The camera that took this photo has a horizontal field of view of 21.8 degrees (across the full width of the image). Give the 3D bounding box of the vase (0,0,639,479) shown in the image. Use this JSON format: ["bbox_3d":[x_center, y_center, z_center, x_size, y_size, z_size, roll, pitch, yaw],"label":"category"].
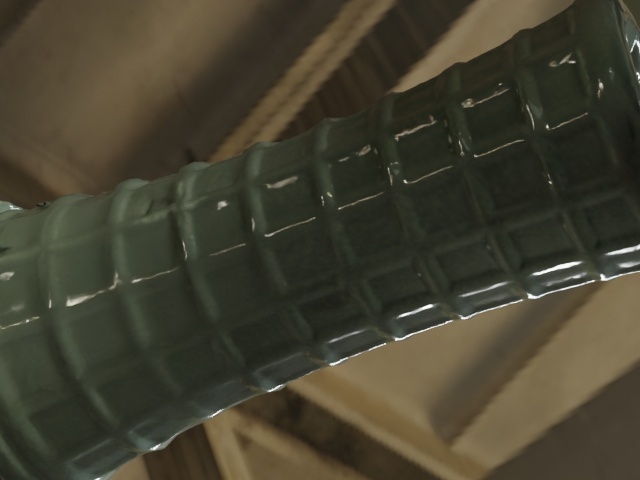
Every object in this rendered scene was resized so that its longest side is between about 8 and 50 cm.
[{"bbox_3d":[0.000,0.000,0.686,0.298,0.143,0.143,-20,-41,18],"label":"vase"}]
